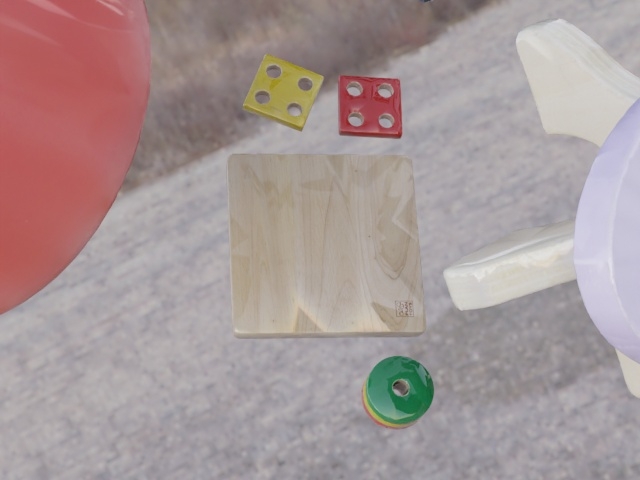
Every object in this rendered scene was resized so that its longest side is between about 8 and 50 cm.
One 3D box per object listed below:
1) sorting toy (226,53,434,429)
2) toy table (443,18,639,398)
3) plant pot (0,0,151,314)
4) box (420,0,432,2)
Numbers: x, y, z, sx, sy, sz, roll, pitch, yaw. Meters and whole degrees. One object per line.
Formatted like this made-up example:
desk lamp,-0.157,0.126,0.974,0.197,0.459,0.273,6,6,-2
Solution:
sorting toy,0.000,0.000,0.948,0.132,0.274,0.046,0,-21,-9
toy table,0.210,-0.021,0.802,0.274,0.252,0.161,-12,3,-33
plant pot,-0.271,-0.101,0.715,0.275,0.275,0.243,-17,-21,29
box,0.012,-0.448,1.144,0.212,0.395,0.293,-43,47,-14
